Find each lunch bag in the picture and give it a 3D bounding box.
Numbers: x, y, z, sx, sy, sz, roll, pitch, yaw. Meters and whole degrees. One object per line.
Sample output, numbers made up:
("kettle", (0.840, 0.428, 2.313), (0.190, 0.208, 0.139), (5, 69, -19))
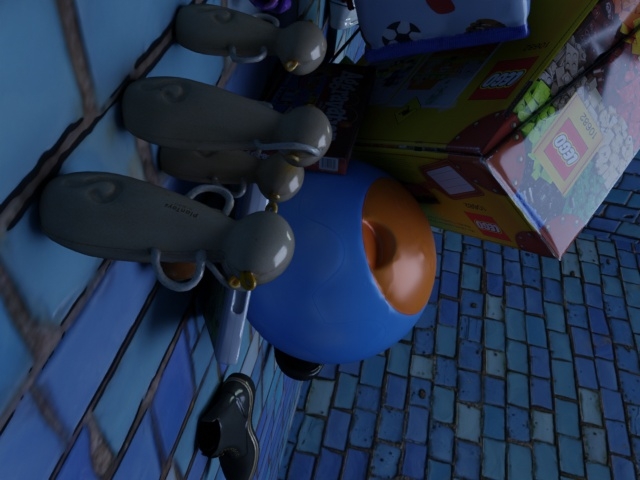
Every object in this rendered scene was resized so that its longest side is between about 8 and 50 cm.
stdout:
("lunch bag", (0.137, -0.456, 0.731), (0.385, 0.239, 0.328), (-71, 153, -48))

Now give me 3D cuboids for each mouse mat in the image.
("mouse mat", (0.068, -0.469, 1.347), (0.152, 0.007, 0.189), (-43, -165, 29))

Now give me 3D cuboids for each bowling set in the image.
("bowling set", (-0.070, -0.043, 0.469), (0.200, 0.154, 0.287), (94, 10, -53))

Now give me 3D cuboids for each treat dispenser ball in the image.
("treat dispenser ball", (0.016, 0.028, 0.813), (0.288, 0.288, 0.288), (12, 90, -85))

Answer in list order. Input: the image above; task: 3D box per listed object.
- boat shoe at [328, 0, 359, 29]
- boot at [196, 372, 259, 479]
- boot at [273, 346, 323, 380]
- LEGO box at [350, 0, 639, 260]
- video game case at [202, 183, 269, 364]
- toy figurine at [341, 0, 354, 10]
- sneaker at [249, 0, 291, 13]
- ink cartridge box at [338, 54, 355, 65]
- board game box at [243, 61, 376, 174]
("boat shoe", (0.067, -0.521, 1.282), (0.258, 0.095, 0.084), (-50, 157, -56))
("boot", (-0.154, 0.326, 0.903), (0.137, 0.077, 0.198), (-47, 135, -71))
("boot", (-0.026, 0.125, 1.366), (0.260, 0.131, 0.348), (106, -10, -49))
("LEGO box", (0.227, -0.216, 0.890), (0.372, 0.193, 0.500), (-51, -152, -9))
("video game case", (-0.097, 0.014, 0.638), (0.212, 0.023, 0.193), (-162, -97, -75))
("toy figurine", (0.054, -0.584, 0.962), (0.217, 0.191, 0.362), (-125, -138, -57))
("sneaker", (-0.042, -0.293, 0.618), (0.236, 0.095, 0.104), (-29, 138, -76))
("ink cartridge box", (0.006, -0.252, 1.216), (0.255, 0.097, 0.189), (-44, -177, 13))
("board game box", (-0.010, -0.188, 0.823), (0.281, 0.145, 0.027), (-72, 169, -49))
